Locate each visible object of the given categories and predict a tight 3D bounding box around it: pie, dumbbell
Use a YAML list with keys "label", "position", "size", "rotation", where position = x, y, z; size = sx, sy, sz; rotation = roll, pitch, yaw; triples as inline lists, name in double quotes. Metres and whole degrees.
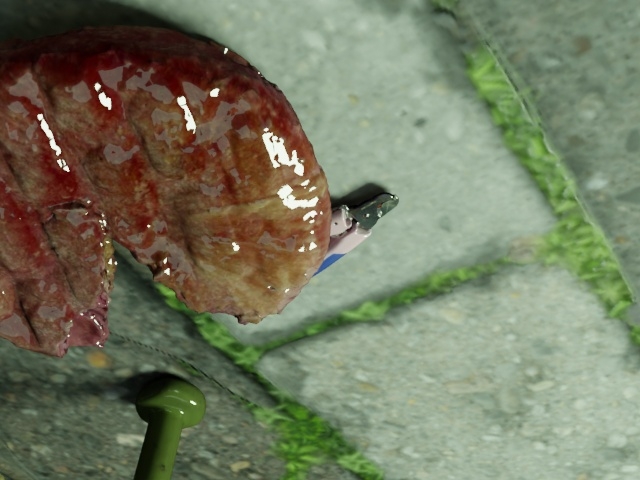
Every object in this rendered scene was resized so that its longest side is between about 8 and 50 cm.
- label: "pie"
  position: [-0.103, -0.020, 0.522]
  size: [0.219, 0.054, 0.204]
  rotation: [0, 129, -4]
- label: "dumbbell"
  position: [-0.112, 0.151, 0.670]
  size: [0.052, 0.118, 0.046]
  rotation: [-23, 127, 25]

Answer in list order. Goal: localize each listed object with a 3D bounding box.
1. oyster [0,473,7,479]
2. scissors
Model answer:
- label: "oyster"
  position: [-0.279, 0.264, 0.814]
  size: [0.221, 0.096, 0.361]
  rotation: [-13, 134, 22]
- label: "scissors"
  position: [0.000, 0.000, 0.585]
  size: [0.113, 0.012, 0.039]
  rotation: [-32, 127, 30]
